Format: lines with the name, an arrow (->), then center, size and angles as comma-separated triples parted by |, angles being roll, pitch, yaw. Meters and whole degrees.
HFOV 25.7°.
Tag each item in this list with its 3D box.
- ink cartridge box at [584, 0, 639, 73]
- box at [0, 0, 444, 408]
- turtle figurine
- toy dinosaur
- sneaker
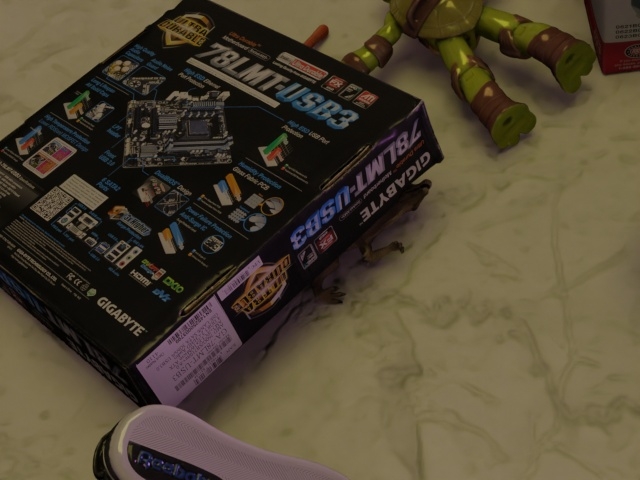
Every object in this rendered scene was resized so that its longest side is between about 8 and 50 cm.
ink cartridge box -> 0.278, -0.243, 1.113 | 0.128, 0.176, 0.127 | -7, 54, 6
box -> -0.110, -0.046, 1.075 | 0.293, 0.073, 0.295 | -42, 47, -20
turtle figurine -> 0.119, -0.188, 1.157 | 0.269, 0.087, 0.217 | -37, 57, -16
toy dinosaur -> 0.000, 0.000, 1.079 | 0.183, 0.053, 0.092 | -9, 41, 11
sneaker -> -0.049, 0.177, 0.937 | 0.217, 0.121, 0.079 | 33, 70, -10
